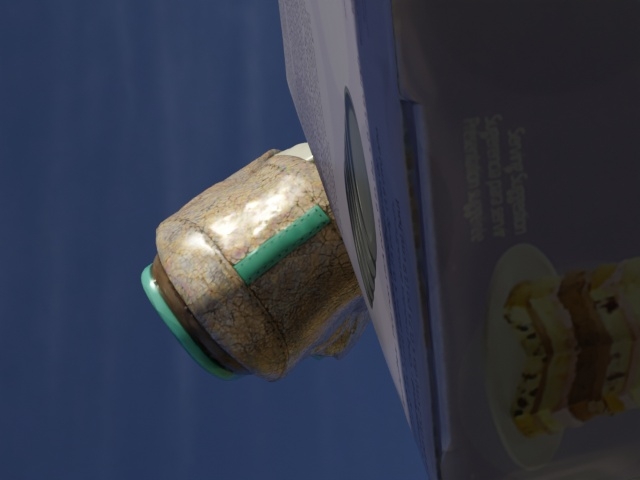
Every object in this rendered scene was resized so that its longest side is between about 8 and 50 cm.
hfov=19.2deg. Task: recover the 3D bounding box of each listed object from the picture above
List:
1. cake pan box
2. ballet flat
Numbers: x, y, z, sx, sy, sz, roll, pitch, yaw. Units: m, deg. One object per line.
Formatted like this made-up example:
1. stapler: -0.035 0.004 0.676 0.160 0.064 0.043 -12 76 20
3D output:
1. cake pan box: 0.022 -0.114 0.437 0.070 0.246 0.267 -10 -64 -6
2. ballet flat: 0.000 0.000 0.872 0.107 0.106 0.316 49 -174 -3
